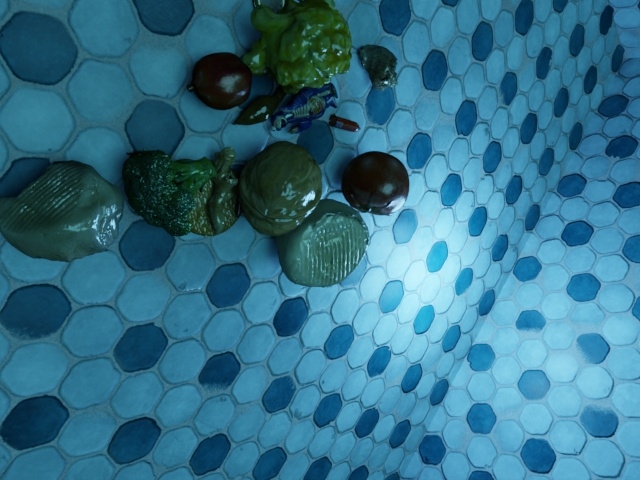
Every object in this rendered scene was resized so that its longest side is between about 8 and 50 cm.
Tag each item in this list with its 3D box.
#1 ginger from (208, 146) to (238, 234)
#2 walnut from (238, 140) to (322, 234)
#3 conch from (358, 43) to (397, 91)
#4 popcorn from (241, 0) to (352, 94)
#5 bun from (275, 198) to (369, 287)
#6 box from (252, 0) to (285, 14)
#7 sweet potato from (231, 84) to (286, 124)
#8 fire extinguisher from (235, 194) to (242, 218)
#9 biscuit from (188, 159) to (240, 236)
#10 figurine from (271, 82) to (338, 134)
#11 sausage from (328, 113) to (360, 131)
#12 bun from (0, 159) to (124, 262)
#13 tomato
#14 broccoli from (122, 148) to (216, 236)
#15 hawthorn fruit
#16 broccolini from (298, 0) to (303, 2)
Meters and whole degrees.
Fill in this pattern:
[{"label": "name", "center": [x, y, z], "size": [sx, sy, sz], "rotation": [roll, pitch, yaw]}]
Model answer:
[{"label": "ginger", "center": [-0.309, -0.154, 1.413], "size": [0.089, 0.075, 0.288], "rotation": [5, 103, -6]}, {"label": "walnut", "center": [-0.130, -0.168, 1.444], "size": [0.252, 0.277, 0.313], "rotation": [43, 38, -24]}, {"label": "conch", "center": [0.225, -0.672, 1.704], "size": [0.207, 0.130, 0.155], "rotation": [34, 47, -18]}, {"label": "popcorn", "center": [-0.053, -0.596, 1.380], "size": [0.335, 0.279, 0.274], "rotation": [-47, 157, -30]}, {"label": "bun", "center": [0.000, 0.000, 1.668], "size": [0.359, 0.211, 0.360], "rotation": [-11, 115, -24]}, {"label": "box", "center": [-0.161, -0.752, 1.396], "size": [0.105, 0.037, 0.105], "rotation": [-13, 112, -34]}, {"label": "sweet potato", "center": [-0.175, -0.448, 1.464], "size": [0.269, 0.075, 0.075], "rotation": [-46, 127, -22]}, {"label": "fire extinguisher", "center": [-0.271, -0.111, 1.488], "size": [0.028, 0.022, 0.083], "rotation": [-20, 121, -67]}, {"label": "biscuit", "center": [-0.360, -0.136, 1.447], "size": [0.254, 0.035, 0.254], "rotation": [-12, 111, -35]}, {"label": "figurine", "center": [-0.064, -0.460, 1.527], "size": [0.262, 0.121, 0.164], "rotation": [-27, 159, -21]}, {"label": "sausage", "center": [0.100, -0.446, 1.700], "size": [0.145, 0.048, 0.050], "rotation": [3, 65, -39]}, {"label": "bun", "center": [-0.640, -0.058, 1.138], "size": [0.281, 0.281, 0.205], "rotation": [-47, 153, -16]}, {"label": "tomato", "center": [0.216, -0.225, 1.725], "size": [0.265, 0.265, 0.265], "rotation": [-13, 113, -34]}, {"label": "broccoli", "center": [-0.416, -0.151, 1.267], "size": [0.269, 0.254, 0.269], "rotation": [-19, 118, -42]}, {"label": "hawthorn fruit", "center": [-0.299, -0.462, 1.309], "size": [0.188, 0.169, 0.169], "rotation": [-33, 123, -26]}, {"label": "broccolini", "center": [-0.084, -0.772, 1.400], "size": [0.194, 0.054, 0.052], "rotation": [10, 79, -42]}]
